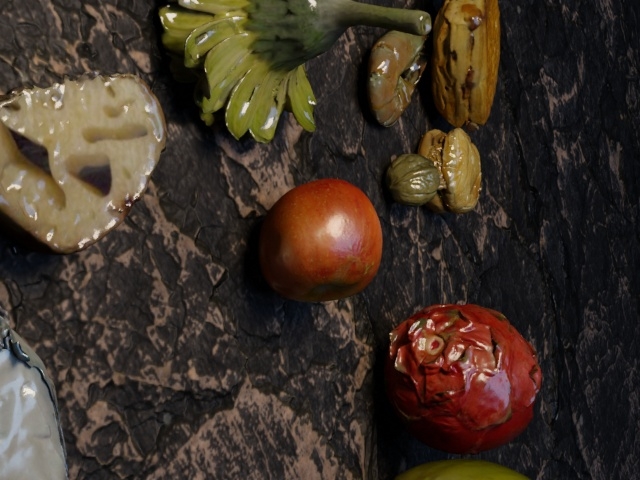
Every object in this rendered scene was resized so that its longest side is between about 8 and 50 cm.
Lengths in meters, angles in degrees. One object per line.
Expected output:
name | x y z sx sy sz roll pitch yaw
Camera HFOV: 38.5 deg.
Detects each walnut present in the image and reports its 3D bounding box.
walnut | 0.142 -0.094 1.418 0.092 0.092 0.092 7 81 -55

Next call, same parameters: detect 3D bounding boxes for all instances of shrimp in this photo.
shrimp | 0.132 -0.279 1.440 0.267 0.061 0.145 -63 148 -44

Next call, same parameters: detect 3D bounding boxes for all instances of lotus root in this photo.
lotus root | -0.248 -0.072 0.851 0.261 0.074 0.170 -39 121 -49

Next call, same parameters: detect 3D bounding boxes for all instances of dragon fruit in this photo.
dragon fruit | 0.208 0.203 1.364 0.252 0.241 0.241 49 42 -79

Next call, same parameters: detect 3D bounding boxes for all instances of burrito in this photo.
burrito | -0.276 0.220 0.754 0.139 0.101 0.445 -1 88 -41

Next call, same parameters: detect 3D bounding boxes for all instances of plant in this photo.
plant | -0.054 -0.262 1.055 0.261 0.297 0.306 6 98 -25

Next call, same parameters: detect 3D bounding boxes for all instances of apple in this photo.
apple | 0.000 0.000 1.136 0.163 0.163 0.139 19 58 -54

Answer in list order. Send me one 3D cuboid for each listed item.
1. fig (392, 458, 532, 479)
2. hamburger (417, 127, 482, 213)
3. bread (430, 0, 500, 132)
fig | 0.209 0.455 1.274 0.343 0.343 0.343 7 81 -55
hamburger | 0.214 -0.112 1.525 0.147 0.083 0.138 36 54 -51
bread | 0.239 -0.319 1.521 0.210 0.099 0.235 -70 157 -45
